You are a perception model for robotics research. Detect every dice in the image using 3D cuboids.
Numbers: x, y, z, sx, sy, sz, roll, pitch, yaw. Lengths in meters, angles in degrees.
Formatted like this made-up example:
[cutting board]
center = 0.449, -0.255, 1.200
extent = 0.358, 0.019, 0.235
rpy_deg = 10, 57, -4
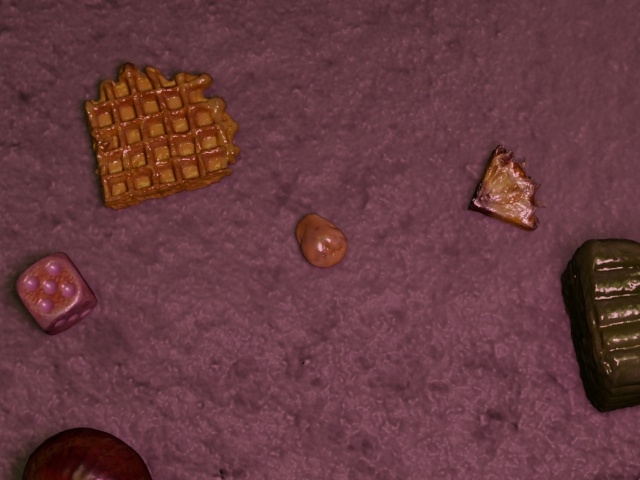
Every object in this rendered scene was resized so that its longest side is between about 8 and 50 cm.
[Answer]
[dice]
center = -0.389, 0.078, 1.934
extent = 0.091, 0.093, 0.094
rpy_deg = -33, 78, -7

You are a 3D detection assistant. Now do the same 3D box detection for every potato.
[potato]
center = 0.000, 0.000, 1.973
extent = 0.068, 0.062, 0.083
rpy_deg = -29, 55, -22

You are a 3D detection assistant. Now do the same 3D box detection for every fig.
[fig]
center = -0.314, 0.353, 1.829
extent = 0.205, 0.205, 0.205
rpy_deg = 0, 76, 0

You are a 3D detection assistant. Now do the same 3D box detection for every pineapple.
[pineapple]
center = 0.275, -0.069, 1.978
extent = 0.116, 0.069, 0.137
rpy_deg = -25, 79, -6

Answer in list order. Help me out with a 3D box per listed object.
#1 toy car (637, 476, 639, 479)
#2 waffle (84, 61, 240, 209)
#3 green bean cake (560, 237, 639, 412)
[toy car]
center = 0.470, 0.382, 1.856
extent = 0.076, 0.090, 0.224
rpy_deg = 35, 79, 34
[waffle]
center = -0.245, -0.178, 2.015
extent = 0.229, 0.057, 0.219
rpy_deg = -16, 76, -4
[green bean cake]
center = 0.418, 0.115, 1.839
extent = 0.125, 0.248, 0.222
rpy_deg = -9, 73, -1
